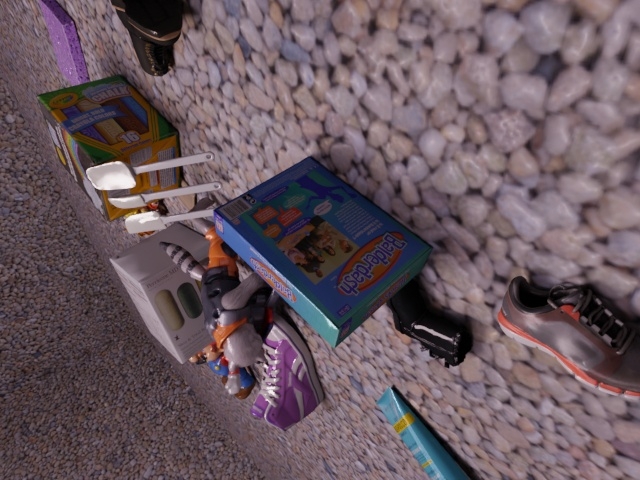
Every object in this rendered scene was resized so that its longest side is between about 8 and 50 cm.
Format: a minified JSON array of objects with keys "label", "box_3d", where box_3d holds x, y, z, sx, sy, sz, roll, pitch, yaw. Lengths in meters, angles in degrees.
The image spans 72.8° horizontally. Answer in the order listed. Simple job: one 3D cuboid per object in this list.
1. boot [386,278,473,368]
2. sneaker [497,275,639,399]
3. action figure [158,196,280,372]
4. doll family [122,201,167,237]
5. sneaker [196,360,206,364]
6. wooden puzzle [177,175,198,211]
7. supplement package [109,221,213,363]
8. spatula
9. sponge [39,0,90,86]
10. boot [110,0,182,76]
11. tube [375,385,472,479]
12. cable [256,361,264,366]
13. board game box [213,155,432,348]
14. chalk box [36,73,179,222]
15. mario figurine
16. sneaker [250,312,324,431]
[{"label":"boot","box_3d":[0.134,0.099,0.540,0.099,0.045,0.121,28,147,42]},{"label":"sneaker","box_3d":[0.228,0.076,0.373,0.157,0.061,0.065,22,130,43]},{"label":"action figure","box_3d":[-0.207,0.130,0.896,0.330,0.178,0.342,56,137,36]},{"label":"doll family","box_3d":[-0.538,-0.082,1.230,0.262,0.118,0.163,5,139,53]},{"label":"sneaker","box_3d":[-0.448,0.308,1.521,0.268,0.106,0.101,59,151,-3]},{"label":"wooden puzzle","box_3d":[-0.309,-0.105,1.005,0.116,0.014,0.078,50,145,8]},{"label":"supplement package","box_3d":[-0.368,0.130,1.132,0.198,0.199,0.263,22,136,43]},{"label":"spatula","box_3d":[-0.290,-0.089,0.815,0.241,0.019,0.168,-8,130,9]},{"label":"sponge","box_3d":[-0.629,-0.475,1.077,0.117,0.031,0.210,47,149,14]},{"label":"boot","box_3d":[-0.252,-0.305,0.679,0.198,0.076,0.137,50,157,36]},{"label":"tube","box_3d":[0.173,0.344,0.731,0.207,0.052,0.080,48,140,24]},{"label":"cable","box_3d":[-0.153,0.286,1.133,0.150,0.047,0.185,38,145,27]},{"label":"board game box","box_3d":[0.000,0.000,0.520,0.210,0.160,0.047,41,148,25]},{"label":"chalk box","box_3d":[-0.459,-0.220,0.933,0.289,0.179,0.180,46,145,19]},{"label":"mario figurine","box_3d":[-0.337,0.377,1.356,0.197,0.170,0.321,-9,126,20]},{"label":"sneaker","box_3d":[-0.097,0.304,0.961,0.102,0.161,0.282,9,126,53]}]
